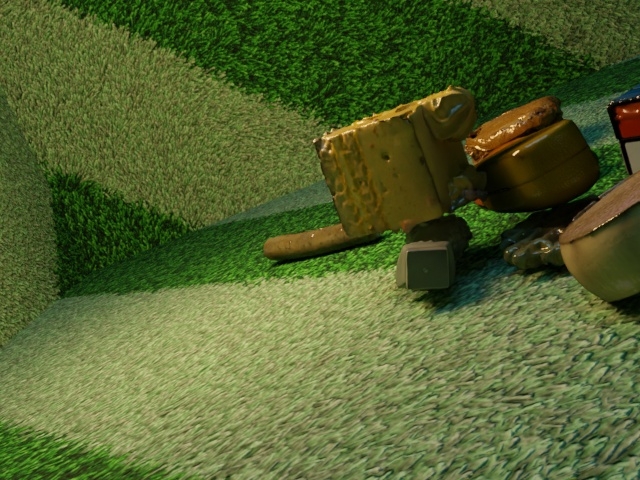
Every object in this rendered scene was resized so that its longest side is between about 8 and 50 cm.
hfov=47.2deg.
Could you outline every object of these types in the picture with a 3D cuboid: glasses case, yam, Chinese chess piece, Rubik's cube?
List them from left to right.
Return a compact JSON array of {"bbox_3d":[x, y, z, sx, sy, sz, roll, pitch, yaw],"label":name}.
[{"bbox_3d":[0.000,0.000,1.997,0.371,0.083,0.083,-11,16,37],"label":"yam"},{"bbox_3d":[0.414,-0.128,1.407,0.173,0.141,0.371,-31,2,-2],"label":"glasses case"},{"bbox_3d":[0.461,-0.032,1.014,0.270,0.112,0.270,-38,-4,-3],"label":"Chinese chess piece"},{"bbox_3d":[0.727,-0.242,1.497,0.167,0.180,0.183,-29,12,-27],"label":"Rubik's cube"}]

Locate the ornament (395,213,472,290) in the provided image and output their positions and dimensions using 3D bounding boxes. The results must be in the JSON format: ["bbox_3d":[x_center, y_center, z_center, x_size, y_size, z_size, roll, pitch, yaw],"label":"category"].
[{"bbox_3d":[0.206,0.029,1.394,0.130,0.120,0.285,5,21,20],"label":"ornament"}]

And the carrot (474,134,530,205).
[{"bbox_3d":[0.491,-0.170,1.812,0.258,0.100,0.307,-21,14,22],"label":"carrot"}]

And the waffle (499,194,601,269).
[{"bbox_3d":[0.472,-0.028,1.300,0.309,0.056,0.292,-19,9,20],"label":"waffle"}]

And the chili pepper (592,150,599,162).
[{"bbox_3d":[0.592,-0.172,1.684,0.204,0.072,0.073,-34,3,-32],"label":"chili pepper"}]

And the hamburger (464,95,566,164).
[{"bbox_3d":[0.563,-0.296,2.082,0.318,0.158,0.318,-22,13,5],"label":"hamburger"}]

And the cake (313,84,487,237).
[{"bbox_3d":[0.178,-0.155,1.416,0.286,0.227,0.222,-11,16,37],"label":"cake"}]
